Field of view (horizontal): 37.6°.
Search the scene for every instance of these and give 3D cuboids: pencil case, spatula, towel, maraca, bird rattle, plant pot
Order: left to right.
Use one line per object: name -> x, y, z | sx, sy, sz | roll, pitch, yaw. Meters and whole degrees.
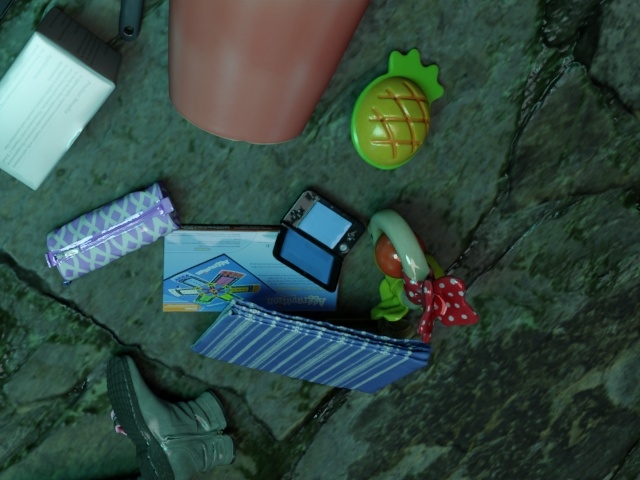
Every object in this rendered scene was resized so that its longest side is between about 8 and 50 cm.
pencil case -> -0.310, -0.014, 1.400 | 0.206, 0.088, 0.086 | -27, 85, 1
spatula -> -0.241, -0.411, 1.260 | 0.084, 0.030, 0.296 | 9, 113, -12
plant pot -> -0.082, -0.278, 1.236 | 0.275, 0.275, 0.243 | 9, 124, -14
towel -> -0.018, 0.173, 1.498 | 0.336, 0.040, 0.243 | 15, 153, -16
maraca -> 0.114, -0.194, 1.390 | 0.127, 0.099, 0.185 | 34, 79, -27
bird rattle -> 0.127, 0.051, 1.432 | 0.143, 0.253, 0.206 | -25, 91, -1

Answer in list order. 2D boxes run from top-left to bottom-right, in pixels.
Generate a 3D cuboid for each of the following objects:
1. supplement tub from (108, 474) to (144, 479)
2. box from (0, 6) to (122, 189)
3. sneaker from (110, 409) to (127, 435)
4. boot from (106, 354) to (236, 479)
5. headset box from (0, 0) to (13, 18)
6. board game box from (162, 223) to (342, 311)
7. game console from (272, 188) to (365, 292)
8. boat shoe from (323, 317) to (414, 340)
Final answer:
supplement tub -> -0.409, 0.515, 1.564 | 0.338, 0.207, 0.207 | -8, 116, -6
box -> -0.367, -0.193, 1.256 | 0.119, 0.182, 0.181 | 36, 104, -20
sneaker -> -0.297, 0.321, 1.577 | 0.119, 0.057, 0.047 | 26, 106, -21
boot -> -0.244, 0.282, 1.550 | 0.161, 0.083, 0.246 | -23, 93, -36
headset box -> -0.495, -0.354, 1.160 | 0.246, 0.131, 0.283 | 33, 118, -22
board game box -> -0.108, 0.045, 1.497 | 0.282, 0.027, 0.145 | 1, 113, -10
game console -> 0.000, 0.000, 1.442 | 0.122, 0.071, 0.107 | 33, 104, -22
boat shoe -> 0.081, 0.147, 1.563 | 0.153, 0.056, 0.048 | -4, 120, 0
